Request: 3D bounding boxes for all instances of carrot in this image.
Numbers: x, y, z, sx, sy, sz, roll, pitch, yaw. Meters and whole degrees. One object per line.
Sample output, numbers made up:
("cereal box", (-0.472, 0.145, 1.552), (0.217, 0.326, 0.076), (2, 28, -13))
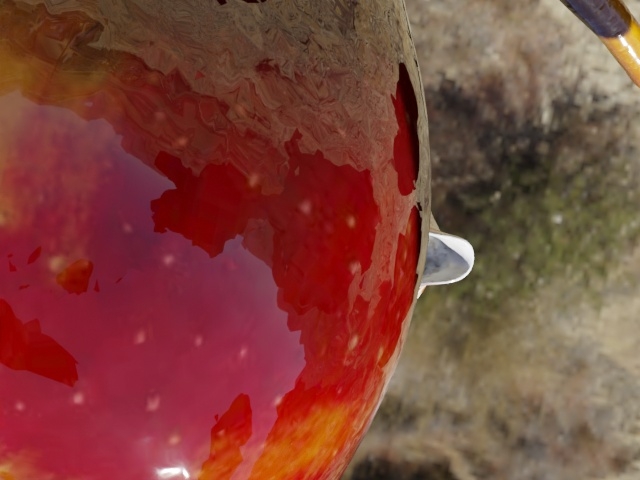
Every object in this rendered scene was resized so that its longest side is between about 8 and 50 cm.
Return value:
("carrot", (0.182, -0.153, 1.047), (0.037, 0.037, 0.190), (-16, 138, 41))

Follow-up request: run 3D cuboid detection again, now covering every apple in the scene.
("apple", (-0.103, -0.027, 0.524), (0.288, 0.317, 0.288), (5, 144, 3))

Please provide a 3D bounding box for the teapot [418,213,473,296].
("teapot", (0.000, 0.000, 1.306), (0.246, 0.116, 0.159), (-5, 112, 4))
